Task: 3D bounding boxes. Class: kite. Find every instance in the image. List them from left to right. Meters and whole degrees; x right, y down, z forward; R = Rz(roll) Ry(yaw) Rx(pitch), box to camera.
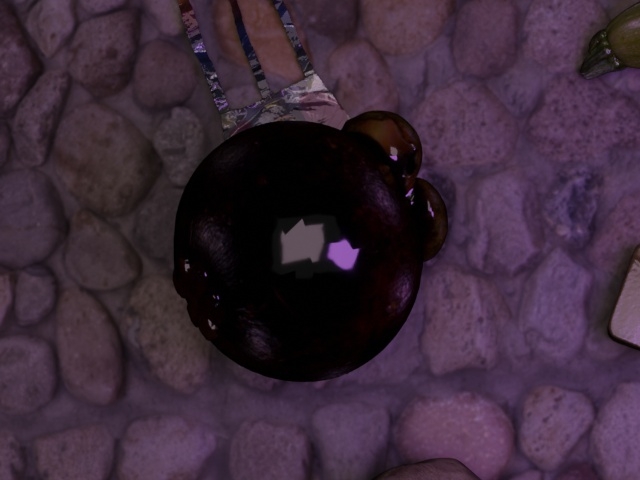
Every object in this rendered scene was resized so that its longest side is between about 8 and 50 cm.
[{"bbox_3d":[-0.061,-0.162,1.924,0.204,0.022,0.360,-25,85,1],"label":"kite"}]

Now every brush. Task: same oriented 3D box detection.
[{"bbox_3d":[0.445,0.092,1.847,0.197,0.059,0.123,22,84,5],"label":"brush"}]

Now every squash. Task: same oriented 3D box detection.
[{"bbox_3d":[0.373,-0.242,1.875,0.132,0.105,0.105,-12,84,22],"label":"squash"}]

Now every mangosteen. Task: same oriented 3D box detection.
[{"bbox_3d":[0.000,0.000,1.782,0.347,0.307,0.306,-26,83,-29],"label":"mangosteen"}]

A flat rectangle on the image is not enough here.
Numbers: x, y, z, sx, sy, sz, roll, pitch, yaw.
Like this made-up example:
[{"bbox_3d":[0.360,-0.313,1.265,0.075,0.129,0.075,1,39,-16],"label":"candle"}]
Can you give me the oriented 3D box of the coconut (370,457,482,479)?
[{"bbox_3d":[0.114,0.349,1.784,0.224,0.224,0.224,0,85,4],"label":"coconut"}]
